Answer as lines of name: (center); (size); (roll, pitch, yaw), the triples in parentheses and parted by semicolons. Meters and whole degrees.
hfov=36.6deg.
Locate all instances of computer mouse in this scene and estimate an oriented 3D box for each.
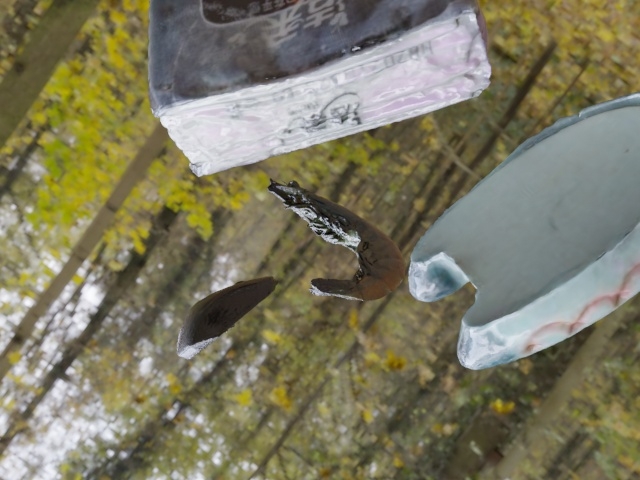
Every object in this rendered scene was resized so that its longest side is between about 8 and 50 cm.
computer mouse: (-0.131, 0.092, 1.300); (0.057, 0.172, 0.099); (51, 156, 1)

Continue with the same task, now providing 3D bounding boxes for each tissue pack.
tissue pack: (-0.013, -0.244, 0.812); (0.122, 0.259, 0.361); (55, -156, -52)

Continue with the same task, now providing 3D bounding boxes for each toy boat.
toy boat: (0.157, -0.003, 0.603); (0.079, 0.208, 0.134); (48, -176, -33)

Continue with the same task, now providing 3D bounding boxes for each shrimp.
shrimp: (0.000, 0.000, 1.425); (0.262, 0.051, 0.198); (35, -146, 10)
